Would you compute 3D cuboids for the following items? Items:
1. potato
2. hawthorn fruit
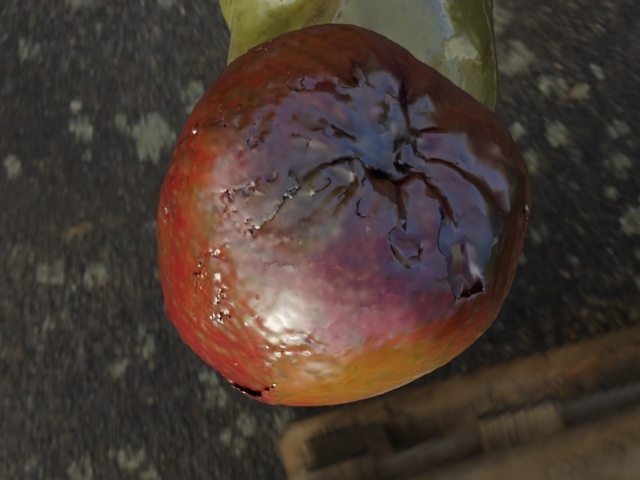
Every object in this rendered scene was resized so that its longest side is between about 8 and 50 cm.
[{"bbox_3d":[0.032,-0.184,1.348,0.202,0.218,0.351,3,91,33],"label":"potato"},{"bbox_3d":[0.001,-0.002,0.351,0.077,0.077,0.077,-2,105,-6],"label":"hawthorn fruit"}]
